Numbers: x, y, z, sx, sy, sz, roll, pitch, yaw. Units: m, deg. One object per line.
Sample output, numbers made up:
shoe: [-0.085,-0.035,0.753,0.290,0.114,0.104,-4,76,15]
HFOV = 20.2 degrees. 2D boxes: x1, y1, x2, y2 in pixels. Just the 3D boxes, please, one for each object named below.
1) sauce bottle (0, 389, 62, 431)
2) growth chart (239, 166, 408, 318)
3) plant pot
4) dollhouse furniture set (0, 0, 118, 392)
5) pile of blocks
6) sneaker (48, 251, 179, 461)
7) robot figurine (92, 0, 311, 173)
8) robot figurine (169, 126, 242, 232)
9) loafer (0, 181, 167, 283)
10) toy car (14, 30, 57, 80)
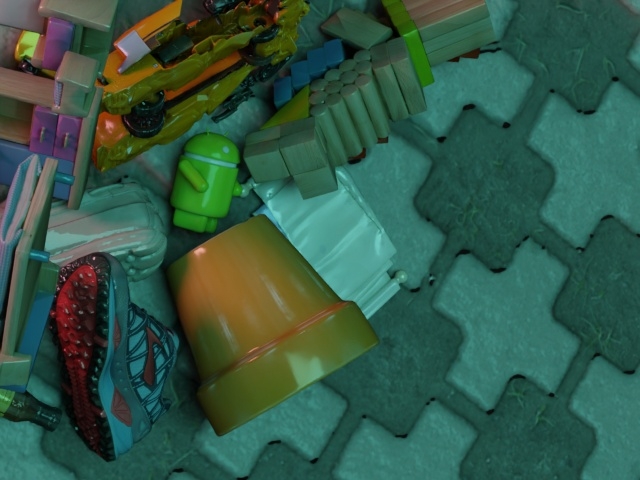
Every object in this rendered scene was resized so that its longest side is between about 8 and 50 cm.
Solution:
sauce bottle: [-0.336,0.168,1.903,0.128,0.042,0.042,29,79,-25]
growth chart: [0.000,0.000,2.069,0.172,0.021,0.237,-33,104,-21]
plant pot: [-0.070,0.082,1.953,0.205,0.205,0.188,-30,88,-22]
dollhouse furniture set: [-0.331,-0.056,1.684,0.198,0.286,0.303,13,46,-4]
pile of blocks: [0.053,-0.174,2.050,0.362,0.149,0.112,-39,135,-16]
sneaker: [-0.213,0.105,1.901,0.125,0.104,0.262,-31,139,-34]
robot figurine: [-0.134,-0.198,1.921,0.291,0.211,0.085,-35,69,-25]
robot figurine: [-0.127,-0.067,1.978,0.101,0.067,0.115,4,101,-64]
loafer: [-0.323,0.009,1.884,0.319,0.112,0.111,-10,58,-20]
toy car: [-0.368,-0.221,1.876,0.225,0.053,0.239,-34,104,-21]
